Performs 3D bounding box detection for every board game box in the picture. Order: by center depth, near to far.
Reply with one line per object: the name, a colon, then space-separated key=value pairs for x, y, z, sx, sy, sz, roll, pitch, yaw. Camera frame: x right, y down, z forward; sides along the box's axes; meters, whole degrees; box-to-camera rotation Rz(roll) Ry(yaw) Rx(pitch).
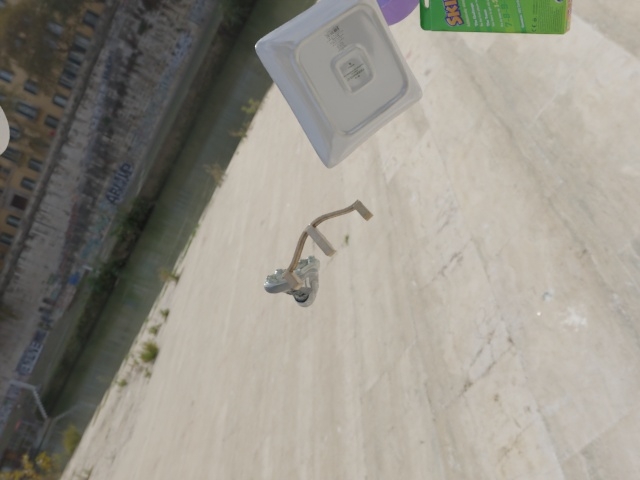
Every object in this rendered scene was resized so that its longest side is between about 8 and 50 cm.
board game box: x=0.279 y=-0.407 z=0.984 sx=0.259 sy=0.124 sz=0.039 roll=15 pitch=37 yaw=34

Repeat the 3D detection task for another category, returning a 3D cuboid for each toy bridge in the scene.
toy bridge: x=0.000 y=0.000 z=0.995 sx=0.188 sy=0.063 sz=0.026 roll=-44 pitch=-20 yaw=11

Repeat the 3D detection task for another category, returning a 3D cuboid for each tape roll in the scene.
tape roll: x=0.149 y=-0.604 z=1.394 sx=0.189 sy=0.080 sz=0.189 roll=-9 pitch=76 yaw=36

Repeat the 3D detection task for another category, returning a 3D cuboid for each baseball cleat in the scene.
baseball cleat: x=-0.049 y=0.100 z=1.263 sx=0.206 sy=0.072 sz=0.109 roll=-26 pitch=-66 yaw=-59

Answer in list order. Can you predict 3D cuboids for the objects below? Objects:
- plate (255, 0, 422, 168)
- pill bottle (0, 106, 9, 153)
plate: x=0.055 y=-0.325 z=1.153 sx=0.277 sy=0.278 sz=0.045 roll=-39 pitch=22 yaw=-16
pill bottle: x=-0.786 y=-0.175 z=1.122 sx=0.204 sy=0.204 sz=0.361 roll=-52 pitch=3 yaw=33
